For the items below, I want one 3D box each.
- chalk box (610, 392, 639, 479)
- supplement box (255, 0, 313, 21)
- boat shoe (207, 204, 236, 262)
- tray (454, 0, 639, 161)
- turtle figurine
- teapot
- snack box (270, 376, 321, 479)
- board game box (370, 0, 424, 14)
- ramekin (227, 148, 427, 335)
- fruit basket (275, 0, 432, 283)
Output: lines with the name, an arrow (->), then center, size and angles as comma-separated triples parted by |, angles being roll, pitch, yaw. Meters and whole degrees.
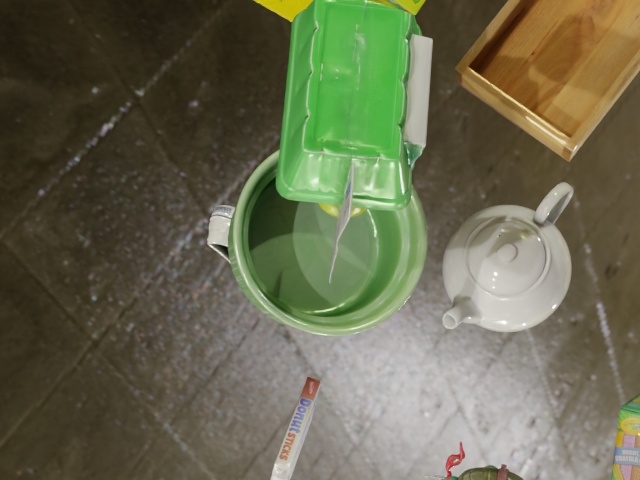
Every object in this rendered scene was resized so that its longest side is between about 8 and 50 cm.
chalk box -> 0.572, 0.332, 1.879 | 0.132, 0.132, 0.212 | -7, 104, -56
supplement box -> -0.093, -0.499, 1.703 | 0.195, 0.357, 0.194 | -54, -164, 31
boat shoe -> -0.122, 0.035, 1.992 | 0.258, 0.095, 0.084 | 43, 57, -44
tray -> 0.398, -0.337, 1.610 | 0.411, 0.203, 0.076 | -52, 167, -3
turtle figurine -> 0.244, 0.365, 1.546 | 0.175, 0.234, 0.118 | -70, 161, -44
teapot -> 0.340, 0.036, 2.038 | 0.187, 0.253, 0.255 | 62, 24, -73
snack box -> -0.032, 0.244, 1.388 | 0.178, 0.022, 0.064 | -66, 170, -60
board game box -> 0.065, -0.249, 0.960 | 0.043, 0.181, 0.092 | 32, 97, -18
ramekin -> 0.000, 0.000, 1.759 | 0.304, 0.148, 0.303 | 2, 83, -15
fruit basket -> 0.045, -0.137, 1.368 | 0.353, 0.166, 0.326 | 77, 18, -75
